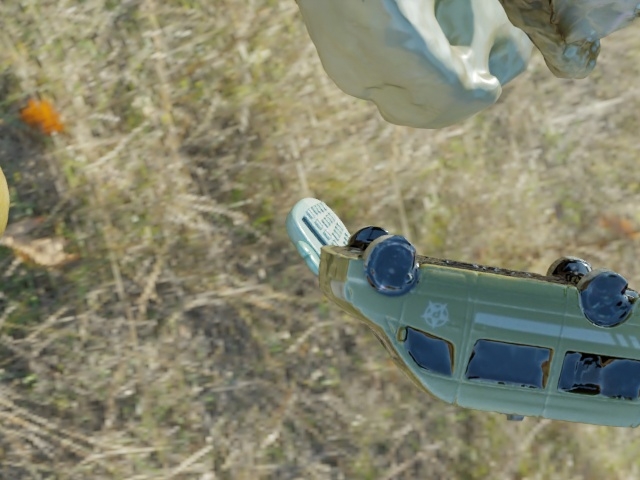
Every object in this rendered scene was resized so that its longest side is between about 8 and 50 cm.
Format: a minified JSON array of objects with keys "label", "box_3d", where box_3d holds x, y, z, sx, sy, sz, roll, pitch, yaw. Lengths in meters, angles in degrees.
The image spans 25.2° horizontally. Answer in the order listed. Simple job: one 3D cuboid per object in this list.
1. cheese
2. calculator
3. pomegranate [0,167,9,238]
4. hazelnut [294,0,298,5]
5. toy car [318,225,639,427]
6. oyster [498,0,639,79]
[{"label":"cheese","box_3d":[0.090,-0.261,1.191,0.326,0.115,0.318,-35,114,-45]},{"label":"calculator","box_3d":[0.000,0.000,1.549,0.095,0.021,0.153,50,23,-7]},{"label":"pomegranate","box_3d":[-0.448,-0.028,1.513,0.233,0.233,0.233,11,74,-42]},{"label":"hazelnut","box_3d":[0.055,-0.335,1.507,0.229,0.229,0.229,11,74,-42]},{"label":"toy car","box_3d":[0.120,0.066,1.051,0.257,0.101,0.124,8,93,-9]},{"label":"oyster","box_3d":[0.153,-0.215,0.855,0.110,0.341,0.166,-16,80,-9]}]
